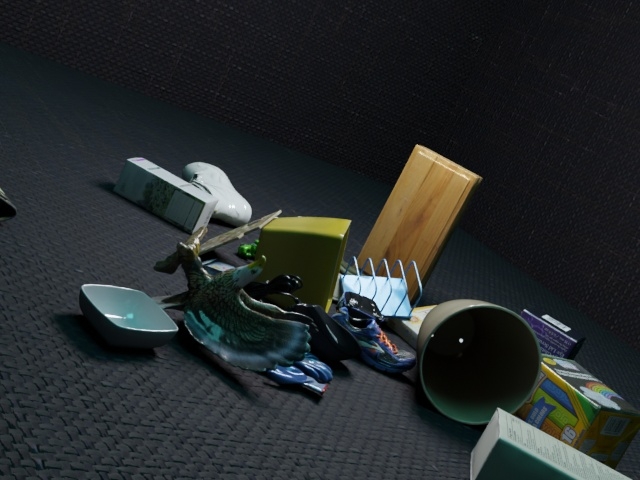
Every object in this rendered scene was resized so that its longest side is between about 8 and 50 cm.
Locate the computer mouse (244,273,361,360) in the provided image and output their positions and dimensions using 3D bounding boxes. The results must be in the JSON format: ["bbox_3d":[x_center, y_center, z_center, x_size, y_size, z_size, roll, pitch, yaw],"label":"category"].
[{"bbox_3d":[-0.049,0.174,1.776,0.184,0.060,0.262,-10,-48,44],"label":"computer mouse"}]

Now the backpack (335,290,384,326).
[{"bbox_3d":[0.082,0.172,2.028,0.105,0.084,0.114,24,18,-13],"label":"backpack"}]

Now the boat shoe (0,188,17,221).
[{"bbox_3d":[-0.632,-0.070,1.581,0.073,0.080,0.223,25,7,19],"label":"boat shoe"}]

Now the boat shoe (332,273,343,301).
[{"bbox_3d":[0.048,0.126,2.252,0.065,0.075,0.206,-20,-16,40],"label":"boat shoe"}]

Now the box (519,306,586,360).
[{"bbox_3d":[0.532,0.290,2.179,0.153,0.207,0.108,31,15,25],"label":"box"}]

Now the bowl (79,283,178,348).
[{"bbox_3d":[-0.323,0.132,1.455,0.142,0.053,0.142,13,18,-49],"label":"bowl"}]

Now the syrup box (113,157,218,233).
[{"bbox_3d":[-0.387,-0.114,2.209,0.236,0.093,0.096,28,13,8],"label":"syrup box"}]

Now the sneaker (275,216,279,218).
[{"bbox_3d":[-0.121,-0.056,2.650,0.083,0.032,0.037,23,13,-20],"label":"sneaker"}]

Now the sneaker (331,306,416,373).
[{"bbox_3d":[0.111,0.217,1.902,0.221,0.087,0.083,25,13,-7],"label":"sneaker"}]

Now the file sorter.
[{"bbox_3d":[0.151,0.113,2.167,0.170,0.104,0.118,4,50,-17],"label":"file sorter"}]

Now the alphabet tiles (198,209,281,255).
[{"bbox_3d":[-0.205,-0.010,2.014,0.009,0.198,0.237,67,15,-7],"label":"alphabet tiles"}]

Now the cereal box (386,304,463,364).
[{"bbox_3d":[0.303,0.246,2.190,0.173,0.047,0.240,-2,30,-38],"label":"cereal box"}]

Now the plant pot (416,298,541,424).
[{"bbox_3d":[0.312,0.229,1.930,0.256,0.257,0.274,24,7,-11],"label":"plant pot"}]

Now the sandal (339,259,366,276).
[{"bbox_3d":[0.013,0.066,2.343,0.302,0.086,0.120,37,1,-26],"label":"sandal"}]

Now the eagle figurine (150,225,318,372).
[{"bbox_3d":[-0.157,0.117,1.595,0.298,0.225,0.226,50,53,-5],"label":"eagle figurine"}]

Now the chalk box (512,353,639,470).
[{"bbox_3d":[0.513,0.365,1.919,0.180,0.179,0.289,16,15,-36],"label":"chalk box"}]

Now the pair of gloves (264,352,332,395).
[{"bbox_3d":[-0.054,0.236,1.649,0.159,0.023,0.198,25,12,3],"label":"pair of gloves"}]

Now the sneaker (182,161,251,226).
[{"bbox_3d":[-0.331,-0.148,2.431,0.292,0.108,0.169,38,14,38],"label":"sneaker"}]

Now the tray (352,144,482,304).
[{"bbox_3d":[0.272,-0.044,2.524,0.202,0.411,0.076,31,14,20],"label":"tray"}]

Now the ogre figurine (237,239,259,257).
[{"bbox_3d":[-0.097,0.033,2.204,0.197,0.097,0.118,-16,-7,14],"label":"ogre figurine"}]

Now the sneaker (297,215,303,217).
[{"bbox_3d":[0.000,0.000,2.524,0.153,0.094,0.235,16,4,-7],"label":"sneaker"}]

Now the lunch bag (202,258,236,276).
[{"bbox_3d":[-0.231,0.068,1.896,0.083,0.053,0.071,19,10,9],"label":"lunch bag"}]

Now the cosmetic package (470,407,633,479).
[{"bbox_3d":[0.432,0.443,1.589,0.309,0.113,0.160,27,13,6],"label":"cosmetic package"}]

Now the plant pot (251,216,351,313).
[{"bbox_3d":[-0.050,0.047,2.027,0.187,0.212,0.212,15,12,4],"label":"plant pot"}]
